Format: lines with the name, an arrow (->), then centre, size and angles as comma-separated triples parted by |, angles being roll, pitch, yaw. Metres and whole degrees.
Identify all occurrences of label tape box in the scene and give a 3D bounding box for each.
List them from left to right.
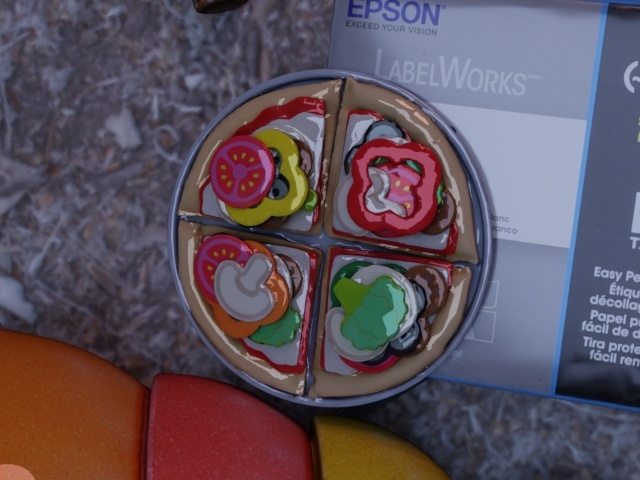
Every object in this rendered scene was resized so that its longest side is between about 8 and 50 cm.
label tape box -> 0.131, -0.085, 0.859 | 0.249, 0.115, 0.347 | 8, 99, 14

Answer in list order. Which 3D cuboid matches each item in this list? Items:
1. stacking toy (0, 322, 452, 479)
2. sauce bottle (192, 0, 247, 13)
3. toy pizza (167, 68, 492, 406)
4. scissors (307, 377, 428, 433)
stacking toy -> -0.021, 0.221, 0.869 | 0.480, 0.350, 0.350 | 2, 92, -3
sauce bottle -> -0.082, -0.221, 0.972 | 0.042, 0.042, 0.128 | -16, 86, 13
toy pizza -> 0.000, 0.000, 0.830 | 0.201, 0.032, 0.201 | 1, 95, 17
scissors -> 0.102, 0.052, 0.947 | 0.297, 0.021, 0.109 | -19, 89, 14
